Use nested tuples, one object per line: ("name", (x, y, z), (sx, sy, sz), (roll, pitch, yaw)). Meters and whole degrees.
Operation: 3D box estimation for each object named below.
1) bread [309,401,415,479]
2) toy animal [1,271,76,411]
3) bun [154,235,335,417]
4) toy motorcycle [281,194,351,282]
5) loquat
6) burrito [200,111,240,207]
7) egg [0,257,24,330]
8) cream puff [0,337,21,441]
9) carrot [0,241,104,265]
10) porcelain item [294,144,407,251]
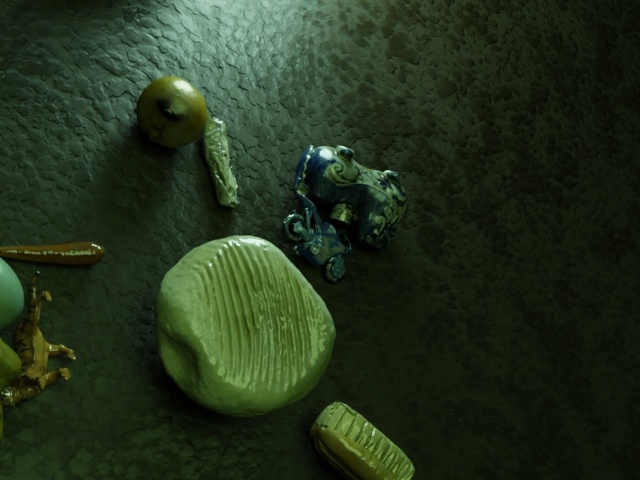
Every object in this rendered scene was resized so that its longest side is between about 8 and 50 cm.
("bread", (0.078, 0.444, 1.748), (0.236, 0.140, 0.106), (43, 60, -5))
("toy animal", (-0.525, 0.184, 1.550), (0.116, 0.114, 0.255), (-9, 64, 13))
("bun", (-0.157, 0.176, 1.667), (0.353, 0.227, 0.348), (1, 71, -26))
("toy motorcycle", (0.000, 0.000, 1.911), (0.205, 0.076, 0.114), (46, 63, -23))
("loquat", (-0.315, -0.274, 1.810), (0.163, 0.137, 0.163), (6, 58, -9))
("burrito", (-0.221, -0.177, 1.874), (0.063, 0.058, 0.229), (-9, 73, -27))
("egg", (-0.615, 0.086, 1.490), (0.192, 0.149, 0.149), (31, 59, -12))
("cream puff", (-0.632, 0.207, 1.358), (0.274, 0.270, 0.323), (-42, 102, -16))
("carrot", (-0.525, 0.025, 1.634), (0.216, 0.048, 0.048), (1, 71, -24))
("porcelain item", (0.067, -0.100, 1.973), (0.288, 0.138, 0.186), (24, 78, -25))
